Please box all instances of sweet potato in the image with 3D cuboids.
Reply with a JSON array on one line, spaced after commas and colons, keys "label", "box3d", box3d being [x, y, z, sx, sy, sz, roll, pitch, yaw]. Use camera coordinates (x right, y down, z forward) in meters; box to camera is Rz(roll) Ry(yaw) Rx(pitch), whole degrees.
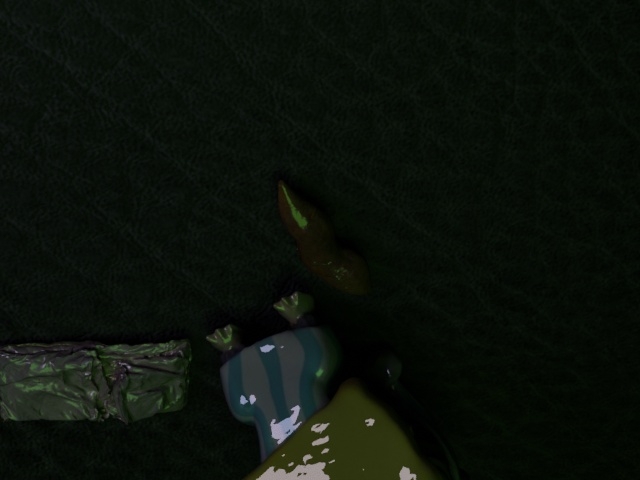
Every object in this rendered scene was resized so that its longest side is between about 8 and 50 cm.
[{"label": "sweet potato", "box3d": [-0.003, 0.002, 1.909, 0.065, 0.051, 0.218, -30, 130, 14]}]

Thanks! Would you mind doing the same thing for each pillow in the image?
[{"label": "pillow", "box3d": [-0.287, 0.183, 1.981, 0.248, 0.049, 0.135, 0, 133, -12]}]

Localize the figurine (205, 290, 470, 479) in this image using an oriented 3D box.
[{"label": "figurine", "box3d": [0.033, 0.278, 2.068, 0.266, 0.361, 0.378, -25, 165, 10]}]
